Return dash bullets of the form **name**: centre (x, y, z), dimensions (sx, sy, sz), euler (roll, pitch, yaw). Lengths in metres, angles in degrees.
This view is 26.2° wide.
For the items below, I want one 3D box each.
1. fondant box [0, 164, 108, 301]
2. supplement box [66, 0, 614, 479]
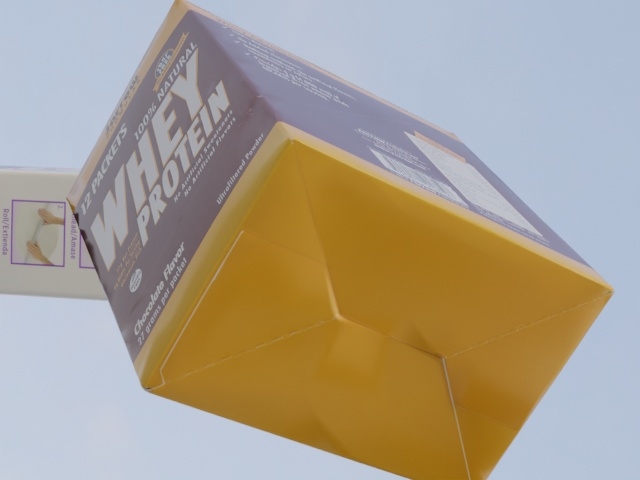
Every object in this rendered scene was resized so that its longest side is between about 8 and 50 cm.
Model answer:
- **fondant box**: centre (-0.244, -0.013, 1.086), dimensions (0.330, 0.238, 0.096), euler (2, -87, 11)
- **supplement box**: centre (0.000, 0.000, 0.689), dimensions (0.191, 0.194, 0.129), euler (23, -74, -29)
